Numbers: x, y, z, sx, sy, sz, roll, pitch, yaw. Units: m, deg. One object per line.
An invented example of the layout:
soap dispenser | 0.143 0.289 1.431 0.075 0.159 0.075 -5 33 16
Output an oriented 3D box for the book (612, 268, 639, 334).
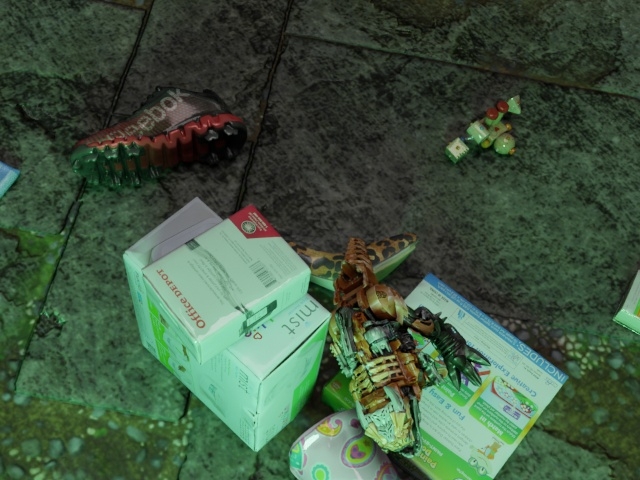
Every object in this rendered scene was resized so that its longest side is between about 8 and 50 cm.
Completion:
book | 0.530 0.115 1.272 0.144 0.035 0.096 30 58 12

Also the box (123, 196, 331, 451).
box | -0.120 0.117 1.066 0.231 0.262 0.127 39 63 17

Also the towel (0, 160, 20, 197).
towel | -0.617 -0.047 1.246 0.209 0.034 0.285 27 60 9

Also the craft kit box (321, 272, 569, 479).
craft kit box | 0.173 0.206 1.166 0.250 0.061 0.247 38 60 16

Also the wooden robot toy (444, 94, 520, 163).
wooden robot toy | 0.294 -0.175 1.402 0.173 0.076 0.079 -35 79 -23

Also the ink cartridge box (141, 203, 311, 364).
ink cartridge box | -0.104 0.047 0.920 0.150 0.063 0.109 -33 68 -23

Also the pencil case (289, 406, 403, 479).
pencil case | 0.073 0.348 1.031 0.124 0.124 0.284 -26 66 -20

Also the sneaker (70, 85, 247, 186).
sneaker | -0.261 -0.171 1.321 0.276 0.097 0.135 -17 63 -18

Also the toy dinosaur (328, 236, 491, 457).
toy dinosaur | 0.085 0.117 1.026 0.164 0.218 0.321 -16 50 33

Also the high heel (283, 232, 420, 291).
high heel | 0.000 0.000 1.244 0.261 0.093 0.186 -28 72 -11
